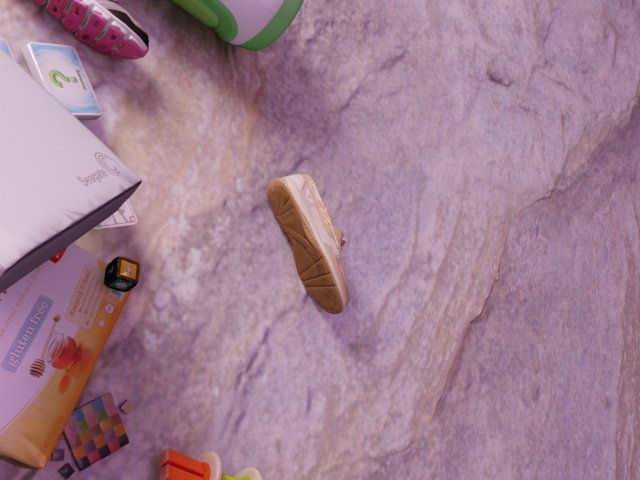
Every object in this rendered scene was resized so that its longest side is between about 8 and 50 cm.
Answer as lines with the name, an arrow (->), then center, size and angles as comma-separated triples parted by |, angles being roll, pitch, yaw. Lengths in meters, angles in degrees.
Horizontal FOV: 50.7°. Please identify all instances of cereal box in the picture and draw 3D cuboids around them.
cereal box -> -0.280, 0.045, 0.507 | 0.240, 0.047, 0.173 | 38, 55, -31

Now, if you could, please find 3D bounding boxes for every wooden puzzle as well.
wooden puzzle -> -0.196, 0.165, 0.585 | 0.083, 0.006, 0.049 | -23, 95, -45

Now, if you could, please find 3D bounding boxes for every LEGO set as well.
LEGO set -> -0.227, -0.067, 0.539 | 0.182, 0.060, 0.244 | -12, 75, -53

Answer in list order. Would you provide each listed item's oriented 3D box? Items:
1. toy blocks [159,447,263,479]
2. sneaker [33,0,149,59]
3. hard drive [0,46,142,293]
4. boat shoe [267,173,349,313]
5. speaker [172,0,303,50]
toy blocks -> -0.130, 0.242, 0.595 | 0.148, 0.054, 0.123 | 33, 59, -33
sneaker -> -0.224, -0.242, 0.627 | 0.170, 0.063, 0.075 | 36, 62, -26
hard drive -> -0.279, -0.126, 0.398 | 0.353, 0.047, 0.233 | 45, 12, -10
boat shoe -> 0.000, 0.000, 0.780 | 0.059, 0.063, 0.170 | -27, 98, -39
speaker -> -0.154, -0.316, 0.672 | 0.296, 0.131, 0.131 | 29, 60, -36
